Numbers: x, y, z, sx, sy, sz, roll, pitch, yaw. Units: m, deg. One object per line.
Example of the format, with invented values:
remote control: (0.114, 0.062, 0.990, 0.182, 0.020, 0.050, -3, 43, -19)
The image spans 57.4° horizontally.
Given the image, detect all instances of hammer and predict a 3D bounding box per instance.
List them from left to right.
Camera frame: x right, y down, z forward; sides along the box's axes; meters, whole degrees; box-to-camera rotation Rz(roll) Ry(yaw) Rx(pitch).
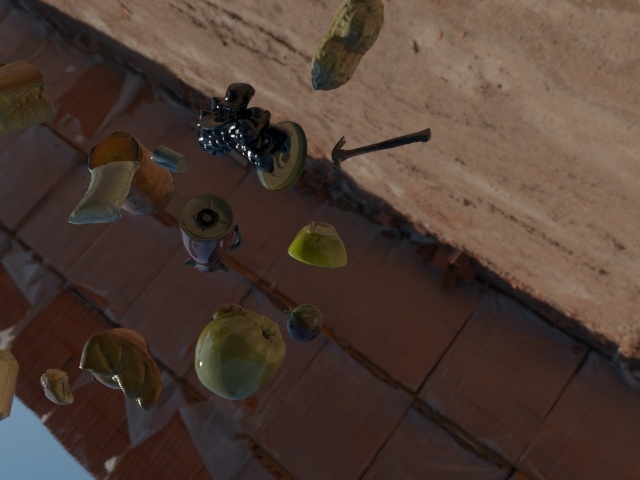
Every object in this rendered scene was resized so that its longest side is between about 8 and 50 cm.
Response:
hammer: (0.168, -0.263, 1.635, 0.033, 0.287, 0.111, 59, -157, -59)

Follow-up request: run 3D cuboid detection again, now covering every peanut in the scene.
peanut: (0.076, -0.566, 1.676, 0.140, 0.325, 0.153, 32, 174, -36)

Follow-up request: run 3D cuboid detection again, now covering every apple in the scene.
apple: (-0.171, 0.244, 1.254, 0.200, 0.200, 0.200, 39, 171, 7)

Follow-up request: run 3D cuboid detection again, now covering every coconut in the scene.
coconut: (-0.961, 0.414, 1.599, 0.238, 0.245, 0.239, 3, 167, 1)

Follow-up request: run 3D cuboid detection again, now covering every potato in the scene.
potato: (-0.282, 0.287, 1.885, 0.176, 0.137, 0.137, 65, -173, 34)

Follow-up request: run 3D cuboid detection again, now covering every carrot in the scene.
carrot: (-0.653, -0.222, 2.044, 0.224, 0.224, 0.341, 37, 171, 20)

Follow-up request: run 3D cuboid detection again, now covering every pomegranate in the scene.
pomegranate: (-0.760, 0.447, 2.202, 0.248, 0.248, 0.248, 39, 171, 7)
pomegranate: (-0.067, 0.276, 1.950, 0.159, 0.130, 0.129, -12, 135, 39)

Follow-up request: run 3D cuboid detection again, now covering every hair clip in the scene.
hair clip: (-0.243, -0.324, 1.719, 0.310, 0.195, 0.206, 19, 149, 32)

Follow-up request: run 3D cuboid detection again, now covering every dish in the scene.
dish: (0.000, 0.000, 2.164, 0.220, 0.109, 0.262, 13, -161, -5)

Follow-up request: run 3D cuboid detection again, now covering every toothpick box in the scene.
toothpick box: (-0.396, -0.213, 1.541, 0.083, 0.052, 0.052, 25, 166, 19)

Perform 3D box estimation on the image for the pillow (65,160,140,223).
pillow: (-0.588, -0.136, 1.595, 0.254, 0.144, 0.078, -92, -10, -48)

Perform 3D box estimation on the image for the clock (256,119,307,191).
clock: (-0.121, -0.274, 1.906, 0.029, 0.235, 0.235, 21, 163, 30)

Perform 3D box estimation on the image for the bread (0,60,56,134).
bread: (-0.718, -0.331, 1.353, 0.160, 0.169, 0.140, 42, 149, 50)

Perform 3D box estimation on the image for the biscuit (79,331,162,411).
biscuit: (-0.607, 0.389, 1.813, 0.299, 0.154, 0.045, 28, 167, 12)

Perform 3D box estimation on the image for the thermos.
thermos: (-0.303, -0.005, 1.635, 0.265, 0.176, 0.146, 106, 144, -61)

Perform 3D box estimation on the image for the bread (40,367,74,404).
bread: (-0.933, 0.521, 2.071, 0.106, 0.082, 0.125, 9, 113, 50)
